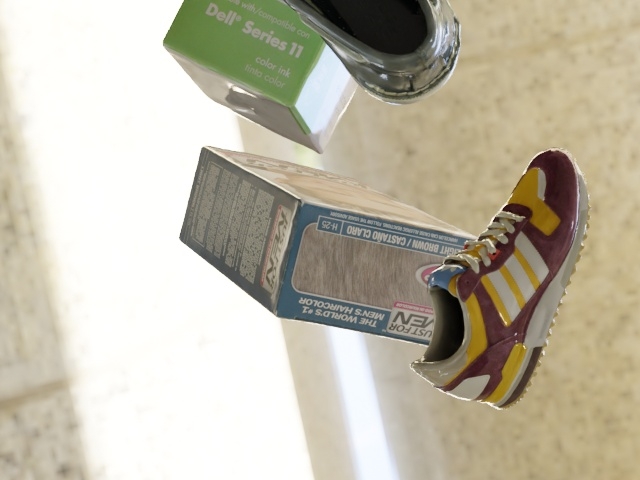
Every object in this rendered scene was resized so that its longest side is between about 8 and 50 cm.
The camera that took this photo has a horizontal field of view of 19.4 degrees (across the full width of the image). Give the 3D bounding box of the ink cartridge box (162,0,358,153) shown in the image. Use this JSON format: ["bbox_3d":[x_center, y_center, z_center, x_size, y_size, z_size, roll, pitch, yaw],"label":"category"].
[{"bbox_3d":[0.021,-0.264,1.496,0.119,0.353,0.207,26,176,10],"label":"ink cartridge box"}]

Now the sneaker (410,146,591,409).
[{"bbox_3d":[0.121,0.018,1.264,0.084,0.185,0.069,20,171,-23],"label":"sneaker"}]

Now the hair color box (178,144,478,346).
[{"bbox_3d":[0.000,0.000,1.698,0.174,0.105,0.347,12,-173,-20],"label":"hair color box"}]

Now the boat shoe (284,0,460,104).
[{"bbox_3d":[-0.017,-0.233,1.279,0.116,0.319,0.099,-37,175,3],"label":"boat shoe"}]
